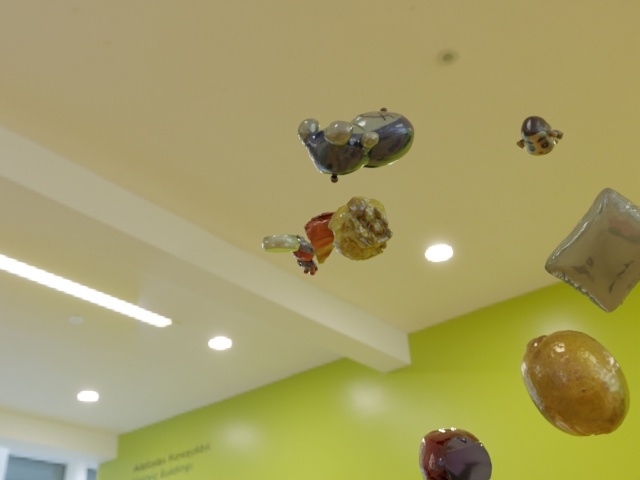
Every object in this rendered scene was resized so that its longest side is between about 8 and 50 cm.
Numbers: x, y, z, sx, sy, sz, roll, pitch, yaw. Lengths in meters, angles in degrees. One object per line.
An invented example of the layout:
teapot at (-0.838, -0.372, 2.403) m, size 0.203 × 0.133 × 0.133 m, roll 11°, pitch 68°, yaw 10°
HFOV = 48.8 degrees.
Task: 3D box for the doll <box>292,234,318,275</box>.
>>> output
doll at (-0.056, 0.049, 2.465) m, size 0.104 × 0.062 × 0.194 m, roll 29°, pitch -29°, yaw 37°

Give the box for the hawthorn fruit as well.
hawthorn fruit at (0.341, 0.576, 1.868) m, size 0.190 × 0.189 × 0.251 m, roll 3°, pitch 9°, yaw -12°

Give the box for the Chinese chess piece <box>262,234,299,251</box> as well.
Chinese chess piece at (-0.089, 0.007, 1.589) m, size 0.084 × 0.034 × 0.084 m, roll -3°, pitch -8°, yaw 0°

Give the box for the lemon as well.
lemon at (0.457, 0.256, 1.274) m, size 0.170 × 0.207 × 0.170 m, roll -26°, pitch -22°, yaw -11°

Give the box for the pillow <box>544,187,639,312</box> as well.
pillow at (0.854, 0.031, 2.090) m, size 0.255 × 0.120 × 0.322 m, roll 35°, pitch -59°, yaw 13°

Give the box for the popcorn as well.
popcorn at (0.121, -0.038, 2.004) m, size 0.198 × 0.197 × 0.155 m, roll 16°, pitch -34°, yaw -30°

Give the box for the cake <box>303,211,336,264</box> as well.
cake at (-0.003, -0.006, 2.262) m, size 0.135 × 0.098 × 0.287 m, roll -18°, pitch -20°, yaw -20°

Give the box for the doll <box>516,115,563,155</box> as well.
doll at (0.496, -0.232, 1.599) m, size 0.102 × 0.088 × 0.179 m, roll -17°, pitch -13°, yaw 31°

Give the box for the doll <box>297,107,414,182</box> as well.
doll at (0.095, -0.232, 1.620) m, size 0.258 × 0.154 × 0.228 m, roll -23°, pitch 18°, yaw -28°
